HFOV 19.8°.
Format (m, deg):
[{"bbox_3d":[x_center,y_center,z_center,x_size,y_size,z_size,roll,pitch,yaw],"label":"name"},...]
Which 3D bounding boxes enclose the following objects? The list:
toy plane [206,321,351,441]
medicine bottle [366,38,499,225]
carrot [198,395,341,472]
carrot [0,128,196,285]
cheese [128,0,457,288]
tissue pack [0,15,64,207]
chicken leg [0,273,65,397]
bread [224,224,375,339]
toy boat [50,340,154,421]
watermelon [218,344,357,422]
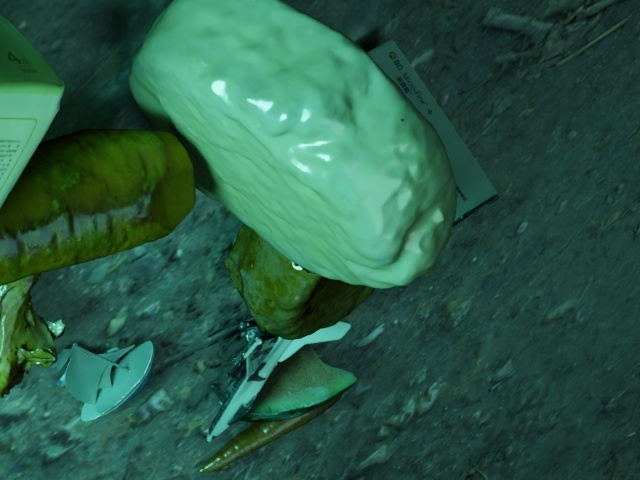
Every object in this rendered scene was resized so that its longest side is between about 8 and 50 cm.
[{"bbox_3d":[-0.070,0.136,2.108,0.234,0.082,0.160,-40,168,22],"label":"toy plane"},{"bbox_3d":[0.062,-0.083,1.832,0.171,0.201,0.052,-34,177,-26],"label":"medicine bottle"},{"bbox_3d":[-0.062,0.231,2.284,0.216,0.048,0.048,-33,152,-13],"label":"carrot"},{"bbox_3d":[-0.249,-0.021,1.538,0.302,0.114,0.114,-18,144,-30],"label":"carrot"},{"bbox_3d":[-0.029,-0.087,1.584,0.115,0.318,0.326,-48,-165,-15],"label":"cheese"},{"bbox_3d":[-0.328,-0.086,1.335,0.234,0.125,0.159,-5,134,-55],"label":"tissue pack"},{"bbox_3d":[-0.277,0.056,1.663,0.085,0.101,0.207,-89,-163,-62],"label":"chicken leg"},{"bbox_3d":[0.000,0.000,1.945,0.230,0.123,0.230,-40,162,-15],"label":"bread"},{"bbox_3d":[-0.233,0.149,1.915,0.149,0.034,0.105,-4,130,-55],"label":"toy boat"},{"bbox_3d":[-0.051,0.190,2.213,0.155,0.080,0.101,-27,166,-33],"label":"watermelon"}]
